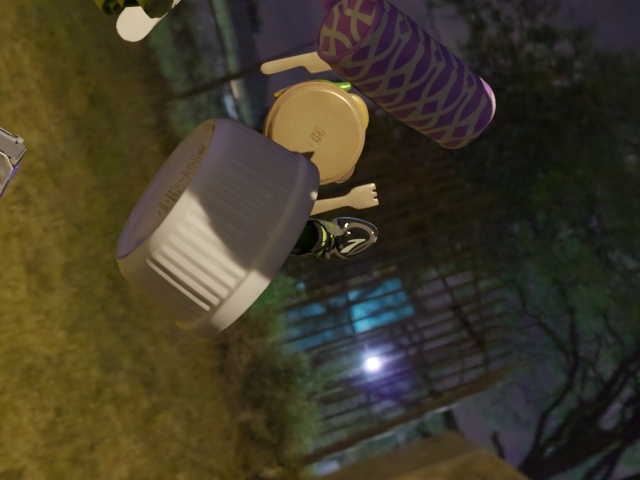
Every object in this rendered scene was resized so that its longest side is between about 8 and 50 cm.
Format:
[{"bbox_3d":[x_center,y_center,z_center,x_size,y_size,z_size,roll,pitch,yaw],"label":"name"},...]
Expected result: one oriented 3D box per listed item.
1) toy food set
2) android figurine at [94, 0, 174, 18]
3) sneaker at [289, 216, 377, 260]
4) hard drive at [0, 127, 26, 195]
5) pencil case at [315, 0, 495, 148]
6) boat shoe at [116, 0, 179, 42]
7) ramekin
[{"bbox_3d":[-0.005,-0.126,1.275,0.038,0.132,0.192,-147,-133,-71],"label":"toy food set"},{"bbox_3d":[-0.264,-0.425,1.426,0.273,0.056,0.248,55,-42,24],"label":"android figurine"},{"bbox_3d":[0.000,0.000,1.598,0.078,0.188,0.067,-163,-104,-66],"label":"sneaker"},{"bbox_3d":[-0.631,-0.088,1.715,0.339,0.237,0.064,-49,-164,35],"label":"hard drive"},{"bbox_3d":[0.081,-0.165,1.045,0.206,0.086,0.088,32,17,-39],"label":"pencil case"},{"bbox_3d":[-0.236,-0.372,1.631,0.066,0.184,0.063,35,5,-17],"label":"boat shoe"},{"bbox_3d":[-0.106,-0.020,1.043,0.109,0.207,0.207,35,5,-19],"label":"ramekin"}]
